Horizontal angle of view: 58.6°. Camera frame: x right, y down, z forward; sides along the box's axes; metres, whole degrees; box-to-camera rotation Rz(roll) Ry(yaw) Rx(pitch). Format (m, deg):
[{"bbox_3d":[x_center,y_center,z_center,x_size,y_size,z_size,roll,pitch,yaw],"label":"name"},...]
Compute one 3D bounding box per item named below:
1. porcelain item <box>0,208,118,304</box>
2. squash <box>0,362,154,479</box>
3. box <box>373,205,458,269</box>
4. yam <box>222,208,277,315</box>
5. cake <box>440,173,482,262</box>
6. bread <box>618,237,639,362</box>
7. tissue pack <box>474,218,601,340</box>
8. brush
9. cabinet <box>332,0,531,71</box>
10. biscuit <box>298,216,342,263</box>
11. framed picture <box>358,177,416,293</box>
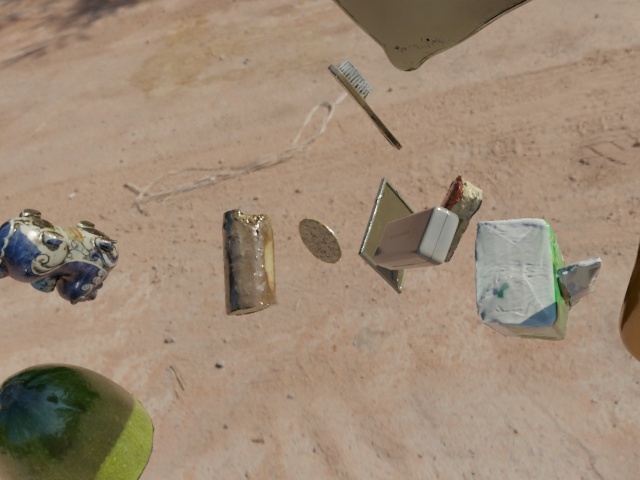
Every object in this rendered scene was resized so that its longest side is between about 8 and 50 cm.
[{"bbox_3d":[-0.588,0.045,1.265,0.138,0.288,0.186,33,99,28],"label":"porcelain item"},{"bbox_3d":[-0.511,0.369,1.149,0.310,0.309,0.310,4,51,-5],"label":"squash"},{"bbox_3d":[0.175,0.001,1.092,0.055,0.244,0.103,24,80,-10],"label":"box"},{"bbox_3d":[-0.168,0.053,1.328,0.129,0.128,0.238,-11,75,23],"label":"yam"},{"bbox_3d":[0.340,-0.056,1.455,0.086,0.117,0.220,26,88,7],"label":"cake"},{"bbox_3d":[0.410,0.053,0.682,0.074,0.239,0.092,2,42,17],"label":"bread"},{"bbox_3d":[0.322,0.063,0.831,0.156,0.209,0.148,-2,75,25],"label":"tissue pack"},{"bbox_3d":[0.142,-0.376,1.580,0.065,0.327,0.070,-44,32,4],"label":"brush"},{"bbox_3d":[0.142,-0.455,0.733,0.227,0.290,0.318,-17,38,55],"label":"cabinet"},{"bbox_3d":[0.000,0.000,1.524,0.152,0.152,0.020,23,49,33],"label":"biscuit"},{"bbox_3d":[0.206,-0.016,1.641,0.019,0.209,0.281,-13,43,41],"label":"framed picture"}]
